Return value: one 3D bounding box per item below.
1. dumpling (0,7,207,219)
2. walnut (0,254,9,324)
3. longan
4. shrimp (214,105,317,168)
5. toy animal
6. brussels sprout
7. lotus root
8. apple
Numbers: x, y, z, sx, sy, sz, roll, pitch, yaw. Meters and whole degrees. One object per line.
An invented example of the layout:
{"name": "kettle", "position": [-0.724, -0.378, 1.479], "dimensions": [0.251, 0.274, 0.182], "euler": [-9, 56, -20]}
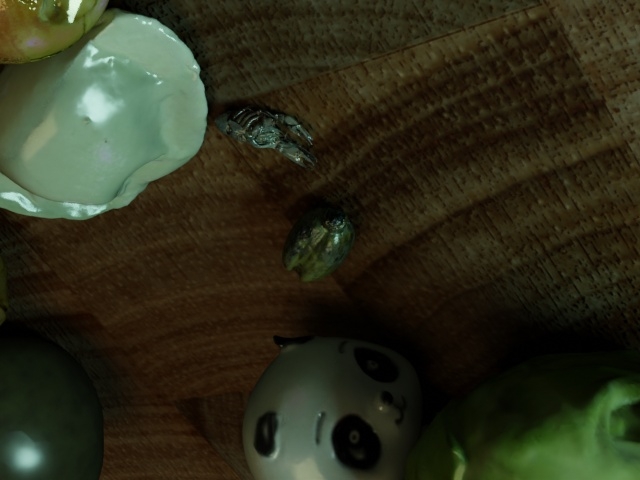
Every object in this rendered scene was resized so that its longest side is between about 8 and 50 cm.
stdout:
{"name": "dumpling", "position": [-0.188, -0.098, 1.095], "dimensions": [0.179, 0.131, 0.252], "euler": [28, 125, -32]}
{"name": "walnut", "position": [-0.414, 0.054, 1.336], "dimensions": [0.207, 0.167, 0.167], "euler": [5, 136, 32]}
{"name": "longan", "position": [-0.351, 0.227, 1.425], "dimensions": [0.248, 0.248, 0.248], "euler": [16, 140, 14]}
{"name": "shrimp", "position": [-0.042, -0.091, 1.072], "dimensions": [0.092, 0.029, 0.038], "euler": [22, 133, -1]}
{"name": "toy animal", "position": [0.030, 0.197, 1.212], "dimensions": [0.165, 0.187, 0.235], "euler": [-14, 128, 27]}
{"name": "brussels sprout", "position": [0.226, 0.209, 1.046], "dimensions": [0.328, 0.328, 0.247], "euler": [9, 111, 23]}
{"name": "lotus root", "position": [0.000, 0.000, 1.125], "dimensions": [0.054, 0.049, 0.099], "euler": [38, 142, 2]}
{"name": "apple", "position": [-0.233, -0.206, 0.965], "dimensions": [0.146, 0.146, 0.146], "euler": [16, 140, 14]}
